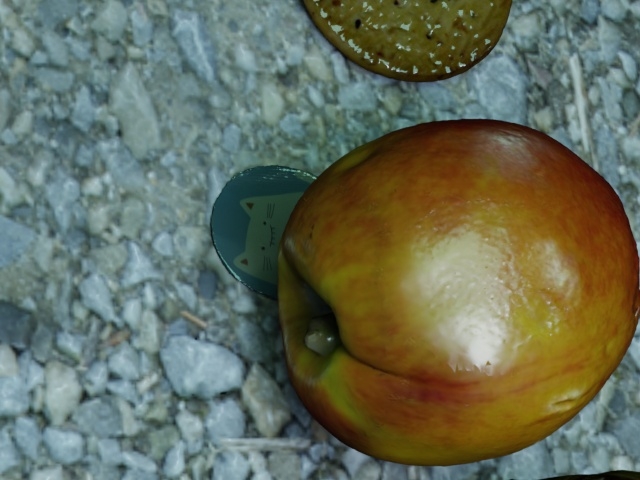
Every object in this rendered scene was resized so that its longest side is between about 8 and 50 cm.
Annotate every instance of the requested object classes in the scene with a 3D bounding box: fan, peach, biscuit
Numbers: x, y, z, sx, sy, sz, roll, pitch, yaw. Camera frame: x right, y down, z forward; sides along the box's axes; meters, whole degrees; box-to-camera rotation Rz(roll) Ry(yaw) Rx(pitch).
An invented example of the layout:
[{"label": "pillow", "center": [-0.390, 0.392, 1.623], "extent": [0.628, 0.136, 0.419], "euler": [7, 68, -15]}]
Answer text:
[{"label": "fan", "center": [0.000, 0.000, 1.518], "extent": [0.175, 0.005, 0.113], "euler": [13, 65, -11]}, {"label": "peach", "center": [0.105, 0.036, 1.408], "extent": [0.281, 0.238, 0.281], "euler": [5, 34, -4]}, {"label": "biscuit", "center": [0.069, -0.215, 1.615], "extent": [0.188, 0.027, 0.187], "euler": [6, 69, -16]}]

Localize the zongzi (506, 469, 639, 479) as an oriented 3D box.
[{"label": "zongzi", "center": [0.105, 0.233, 1.325], "extent": [0.248, 0.241, 0.111], "euler": [-25, 79, -24]}]
